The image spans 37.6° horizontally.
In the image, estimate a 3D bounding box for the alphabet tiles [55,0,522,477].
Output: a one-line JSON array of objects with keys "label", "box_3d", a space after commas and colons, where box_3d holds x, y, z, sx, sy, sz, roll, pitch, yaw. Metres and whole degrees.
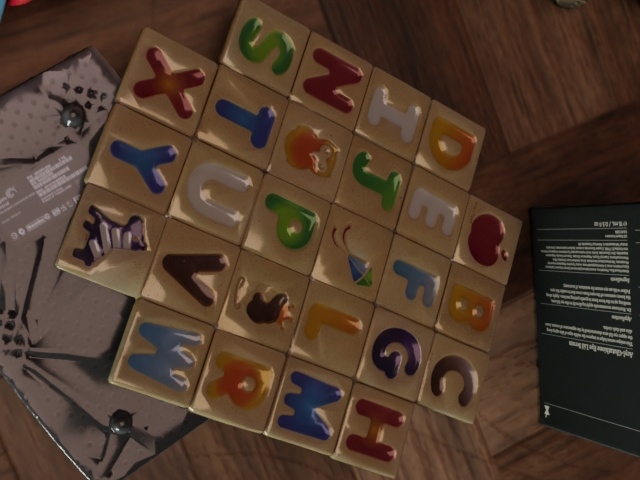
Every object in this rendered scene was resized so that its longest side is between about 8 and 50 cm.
[{"label": "alphabet tiles", "box_3d": [0.000, 0.000, 0.671, 0.342, 0.011, 0.285, 24, 73, -26]}]

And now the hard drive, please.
[{"label": "hard drive", "box_3d": [-0.153, 0.019, 0.634, 0.172, 0.054, 0.254, -34, 101, -16]}]

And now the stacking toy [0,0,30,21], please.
[{"label": "stacking toy", "box_3d": [-0.116, -0.251, 0.611, 0.302, 0.166, 0.175, -20, 83, -30]}]

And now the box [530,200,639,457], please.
[{"label": "box", "box_3d": [0.263, 0.061, 0.669, 0.103, 0.261, 0.184, -1, 91, -19]}]

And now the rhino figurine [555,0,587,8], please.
[{"label": "rhino figurine", "box_3d": [0.210, -0.246, 0.752, 0.243, 0.073, 0.106, 7, 91, -21]}]
